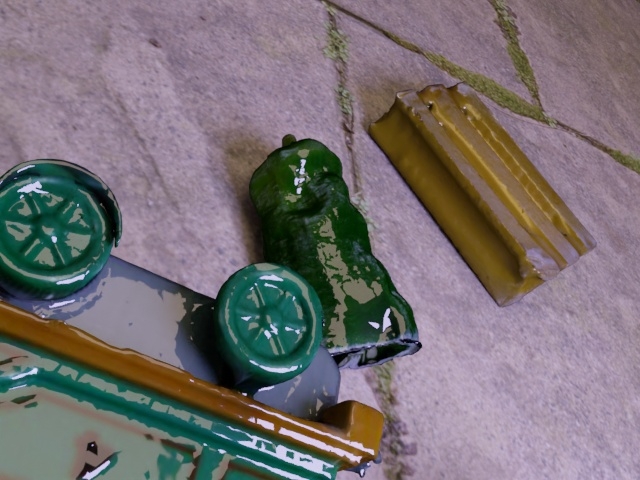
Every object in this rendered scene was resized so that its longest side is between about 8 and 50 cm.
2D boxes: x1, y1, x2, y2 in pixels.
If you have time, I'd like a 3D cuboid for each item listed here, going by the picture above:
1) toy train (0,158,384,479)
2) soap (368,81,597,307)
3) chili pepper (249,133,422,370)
[{"bbox_3d":[-0.147,0.122,0.481,0.429,0.178,0.249,26,55,-20],"label":"toy train"},{"bbox_3d":[0.225,-0.074,1.028,0.199,0.091,0.315,-23,74,-48],"label":"soap"},{"bbox_3d":[0.000,0.000,0.767,0.136,0.099,0.271,-11,67,-18],"label":"chili pepper"}]
